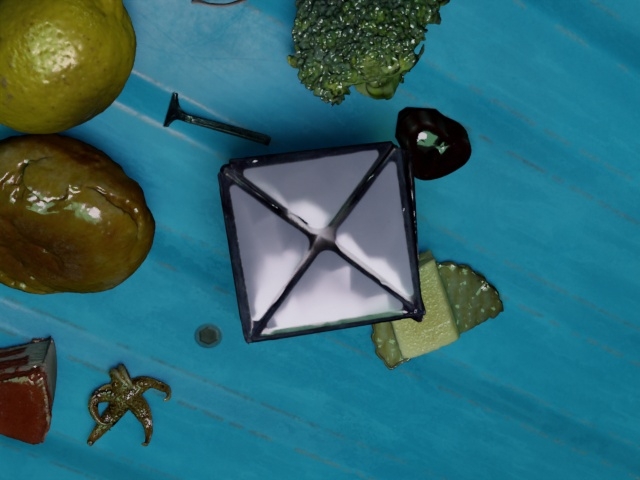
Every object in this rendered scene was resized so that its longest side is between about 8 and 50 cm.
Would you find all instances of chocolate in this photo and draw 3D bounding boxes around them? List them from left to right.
[{"bbox_3d":[0.199,-0.169,1.799,0.148,0.080,0.125,28,107,-20],"label":"chocolate"}]

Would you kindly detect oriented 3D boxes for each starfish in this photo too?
[{"bbox_3d":[-0.383,0.334,1.937,0.146,0.074,0.190,33,105,-19],"label":"starfish"}]

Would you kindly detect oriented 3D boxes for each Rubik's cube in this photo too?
[{"bbox_3d":[0.000,0.000,1.680,0.310,0.305,0.307,-7,88,-3],"label":"Rubik's cube"}]

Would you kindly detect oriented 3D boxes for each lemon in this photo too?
[{"bbox_3d":[-0.432,-0.297,1.558,0.310,0.253,0.253,-38,114,13],"label":"lemon"}]

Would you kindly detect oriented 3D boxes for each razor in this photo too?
[{"bbox_3d":[-0.179,-0.201,1.753,0.190,0.033,0.066,16,111,-15],"label":"razor"}]

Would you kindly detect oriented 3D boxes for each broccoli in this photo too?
[{"bbox_3d":[0.082,-0.348,1.664,0.288,0.248,0.245,-9,156,-4],"label":"broccoli"}]

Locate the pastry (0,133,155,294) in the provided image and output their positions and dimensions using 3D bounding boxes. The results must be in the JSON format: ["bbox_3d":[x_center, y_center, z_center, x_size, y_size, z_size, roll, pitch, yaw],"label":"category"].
[{"bbox_3d":[-0.459,-0.031,1.677,0.356,0.164,0.356,2,136,2],"label":"pastry"}]

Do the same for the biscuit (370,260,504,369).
[{"bbox_3d":[0.214,0.129,1.956,0.273,0.036,0.187,-25,115,4],"label":"biscuit"}]

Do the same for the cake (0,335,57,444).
[{"bbox_3d":[-0.614,0.296,1.843,0.262,0.158,0.160,-11,114,-1],"label":"cake"}]

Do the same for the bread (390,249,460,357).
[{"bbox_3d":[0.184,0.127,1.896,0.125,0.068,0.188,-20,111,2],"label":"bread"}]

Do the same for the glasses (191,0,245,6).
[{"bbox_3d":[-0.137,-0.415,1.595,0.255,0.162,0.095,-2,117,-7],"label":"glasses"}]
